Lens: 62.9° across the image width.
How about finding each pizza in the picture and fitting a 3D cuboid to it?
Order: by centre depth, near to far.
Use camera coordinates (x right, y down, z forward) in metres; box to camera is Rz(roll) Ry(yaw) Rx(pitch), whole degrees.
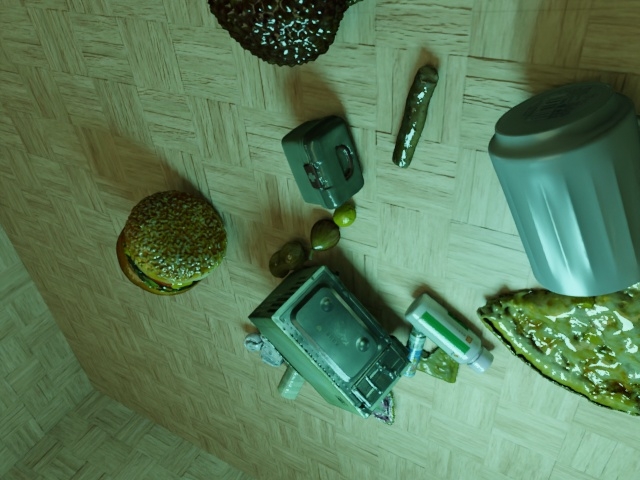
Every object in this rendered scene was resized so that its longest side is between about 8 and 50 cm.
[{"bbox_3d":[0.645,0.271,1.255,0.435,0.080,0.392,-16,114,46],"label":"pizza"}]

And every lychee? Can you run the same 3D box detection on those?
[{"bbox_3d":[-0.068,-0.470,1.004,0.304,0.276,0.276,3,133,-1],"label":"lychee"}]

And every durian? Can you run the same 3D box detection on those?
[{"bbox_3d":[0.204,0.550,1.839,0.186,0.119,0.108,30,101,-5],"label":"durian"}]

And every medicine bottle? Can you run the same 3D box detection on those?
[{"bbox_3d":[0.358,0.261,1.450,0.260,0.095,0.095,41,139,3],"label":"medicine bottle"},{"bbox_3d":[0.279,0.317,1.552,0.051,0.051,0.191,20,116,22],"label":"medicine bottle"}]

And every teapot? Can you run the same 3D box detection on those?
[{"bbox_3d":[-0.069,0.480,1.915,0.107,0.077,0.200,22,102,-23],"label":"teapot"}]

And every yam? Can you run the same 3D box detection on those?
[{"bbox_3d":[0.203,-0.263,1.142,0.057,0.057,0.241,27,136,15],"label":"yam"}]

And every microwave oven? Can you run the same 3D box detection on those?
[{"bbox_3d":[0.024,0.286,1.572,0.394,0.247,0.333,49,158,-9],"label":"microwave oven"}]

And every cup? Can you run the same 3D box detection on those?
[{"bbox_3d":[0.500,-0.109,0.943,0.323,0.237,0.327,-21,113,14],"label":"cup"}]

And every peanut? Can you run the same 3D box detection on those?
[{"bbox_3d":[-0.106,0.064,1.644,0.089,0.089,0.193,46,143,-6],"label":"peanut"}]

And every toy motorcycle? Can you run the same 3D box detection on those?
[{"bbox_3d":[-0.173,0.417,1.996,0.254,0.112,0.112,24,136,11],"label":"toy motorcycle"}]

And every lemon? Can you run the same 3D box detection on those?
[{"bbox_3d":[0.064,-0.067,1.412,0.062,0.062,0.083,45,143,-5],"label":"lemon"}]

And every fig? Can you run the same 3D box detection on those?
[{"bbox_3d":[0.000,0.000,1.471,0.089,0.125,0.089,23,141,21],"label":"fig"}]

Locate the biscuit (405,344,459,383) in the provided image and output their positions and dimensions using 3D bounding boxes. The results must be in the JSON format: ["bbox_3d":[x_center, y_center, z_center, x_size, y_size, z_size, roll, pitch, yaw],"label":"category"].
[{"bbox_3d":[0.336,0.349,1.586,0.183,0.039,0.174,16,134,25],"label":"biscuit"}]

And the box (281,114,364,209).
[{"bbox_3d":[0.008,-0.192,1.288,0.129,0.148,0.210,10,131,46],"label":"box"}]

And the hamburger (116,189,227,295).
[{"bbox_3d":[-0.479,0.009,1.696,0.330,0.330,0.250,49,137,-9],"label":"hamburger"}]
